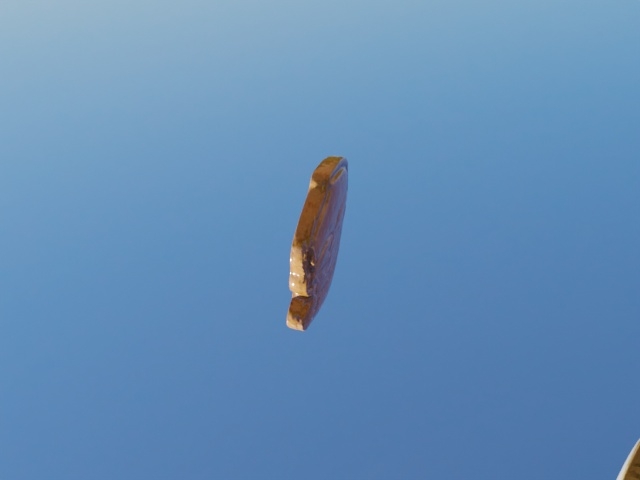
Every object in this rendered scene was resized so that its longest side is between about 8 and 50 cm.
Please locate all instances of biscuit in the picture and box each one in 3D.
[{"bbox_3d":[0.000,0.000,0.870,0.019,0.130,0.102,14,-141,10],"label":"biscuit"}]

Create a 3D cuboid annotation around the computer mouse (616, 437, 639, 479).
[{"bbox_3d":[0.214,0.232,0.780,0.125,0.245,0.056,25,-179,-7],"label":"computer mouse"}]
